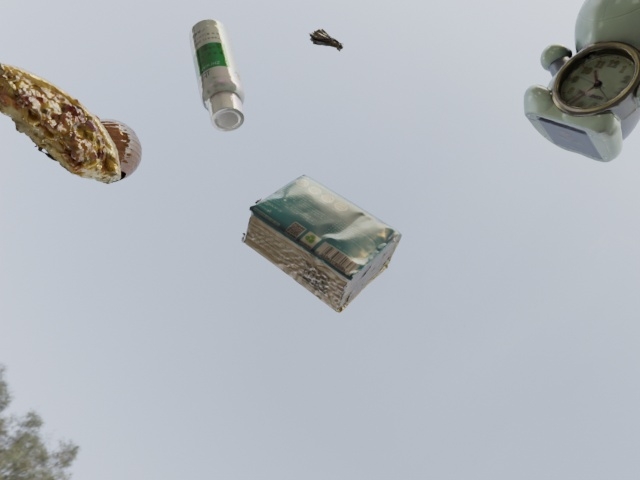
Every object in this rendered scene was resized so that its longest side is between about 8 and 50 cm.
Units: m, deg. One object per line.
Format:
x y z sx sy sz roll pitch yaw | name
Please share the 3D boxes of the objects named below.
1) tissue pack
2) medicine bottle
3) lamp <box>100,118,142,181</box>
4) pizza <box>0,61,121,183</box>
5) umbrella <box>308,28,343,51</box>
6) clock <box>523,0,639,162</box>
0.000 0.000 1.062 0.270 0.134 0.192 35 -133 22 | tissue pack
-0.215 -0.347 1.073 0.095 0.095 0.260 -24 -119 11 | medicine bottle
-0.446 -0.190 1.078 0.136 0.136 0.137 -3 -100 15 | lamp
-0.420 -0.193 0.832 0.058 0.127 0.246 -33 -81 39 | pizza
0.009 -0.342 0.873 0.031 0.020 0.083 -40 -130 -20 | umbrella
0.379 -0.235 0.656 0.243 0.146 0.199 -55 -143 2 | clock
